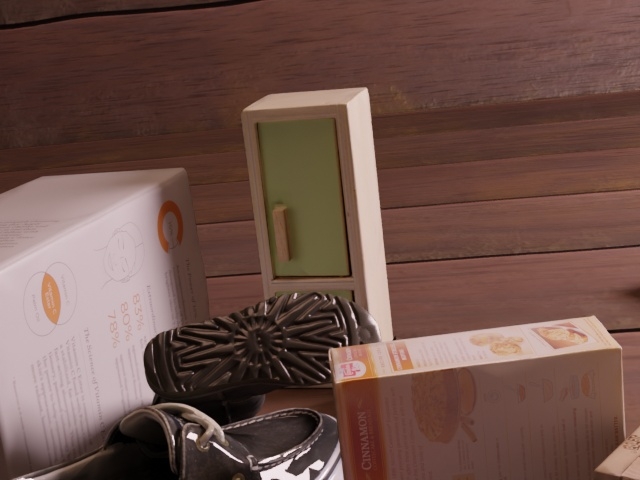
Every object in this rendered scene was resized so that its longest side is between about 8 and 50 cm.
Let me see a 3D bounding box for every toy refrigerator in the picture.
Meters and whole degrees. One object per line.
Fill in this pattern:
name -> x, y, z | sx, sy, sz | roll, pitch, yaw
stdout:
toy refrigerator -> 0.000, 0.000, 1.077 | 0.102, 0.269, 0.094 | -1, 17, 16

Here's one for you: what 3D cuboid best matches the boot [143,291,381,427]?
boot -> -0.052, 0.111, 0.916 | 0.190, 0.076, 0.208 | -4, -24, -3

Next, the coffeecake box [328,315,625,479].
coffeecake box -> 0.106, 0.138, 0.772 | 0.185, 0.142, 0.068 | -7, 15, -1

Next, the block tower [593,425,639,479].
block tower -> 0.328, 0.179, 0.628 | 0.335, 0.091, 0.097 | 7, 21, 38

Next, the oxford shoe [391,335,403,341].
oxford shoe -> 0.077, 0.140, 0.958 | 0.076, 0.076, 0.212 | 23, 11, -6

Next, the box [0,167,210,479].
box -> -0.245, 0.082, 0.986 | 0.168, 0.215, 0.345 | -1, 16, 21

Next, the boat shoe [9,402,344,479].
boat shoe -> -0.100, 0.171, 0.782 | 0.121, 0.119, 0.335 | 7, 20, 42
